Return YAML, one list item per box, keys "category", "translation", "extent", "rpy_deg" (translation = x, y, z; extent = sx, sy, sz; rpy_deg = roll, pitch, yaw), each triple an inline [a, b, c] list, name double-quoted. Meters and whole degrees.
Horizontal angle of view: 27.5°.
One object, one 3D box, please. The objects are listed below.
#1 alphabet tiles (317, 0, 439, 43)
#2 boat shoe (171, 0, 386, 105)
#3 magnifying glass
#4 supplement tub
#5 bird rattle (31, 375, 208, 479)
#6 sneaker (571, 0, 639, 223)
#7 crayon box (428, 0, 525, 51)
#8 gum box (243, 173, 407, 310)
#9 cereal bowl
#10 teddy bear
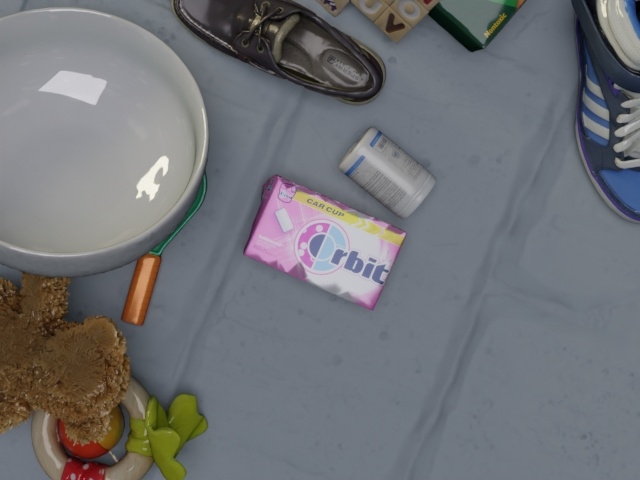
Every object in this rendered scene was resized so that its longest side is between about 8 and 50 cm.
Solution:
- category: "alphabet tiles"
  translation: [0.035, -0.345, 1.564]
  extent: [0.237, 0.198, 0.009]
  rpy_deg: [42, 54, -5]
- category: "boat shoe"
  translation: [-0.048, -0.250, 1.601]
  extent: [0.285, 0.092, 0.103]
  rpy_deg: [28, 93, -5]
- category: "magnifying glass"
  translation: [-0.207, -0.007, 1.648]
  extent: [0.092, 0.026, 0.231]
  rpy_deg: [16, 95, -4]
- category: "supplement tub"
  translation: [0.083, -0.085, 1.634]
  extent: [0.107, 0.071, 0.071]
  rpy_deg: [40, 92, -5]
- category: "bird rattle"
  translation: [-0.272, 0.261, 1.643]
  extent: [0.253, 0.143, 0.207]
  rpy_deg: [-38, 84, 14]
- category: "sneaker"
  translation: [0.386, -0.171, 1.558]
  extent: [0.130, 0.236, 0.323]
  rpy_deg: [-11, 95, -2]
- category: "crayon box"
  translation: [0.194, -0.469, 1.589]
  extent: [0.313, 0.106, 0.363]
  rpy_deg: [41, 92, -5]
- category: "gum box"
  translation: [0.000, 0.000, 1.640]
  extent: [0.188, 0.062, 0.107]
  rpy_deg: [23, 93, -5]
- category: "cereal bowl"
  translation: [-0.301, -0.100, 1.546]
  extent: [0.338, 0.141, 0.339]
  rpy_deg: [4, 61, -8]
- category: "teddy bear"
  translation: [-0.371, 0.125, 1.587]
  extent: [0.337, 0.113, 0.245]
  rpy_deg: [-2, 78, 18]
